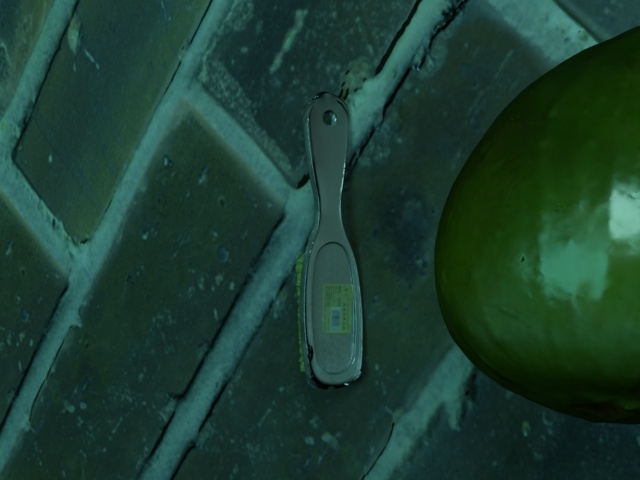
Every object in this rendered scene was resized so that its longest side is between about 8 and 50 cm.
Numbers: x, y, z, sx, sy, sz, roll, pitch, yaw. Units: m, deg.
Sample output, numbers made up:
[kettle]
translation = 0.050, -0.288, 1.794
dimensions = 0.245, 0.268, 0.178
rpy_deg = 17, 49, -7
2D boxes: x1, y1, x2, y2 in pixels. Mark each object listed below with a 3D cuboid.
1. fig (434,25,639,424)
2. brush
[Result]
[fig]
translation = 0.244, -0.016, 1.064
dimensions = 0.316, 0.316, 0.316
rpy_deg = 5, 97, 43
[brush]
translation = -0.002, 0.000, 1.430
dimensions = 0.067, 0.072, 0.313
rpy_deg = 2, 94, 57
